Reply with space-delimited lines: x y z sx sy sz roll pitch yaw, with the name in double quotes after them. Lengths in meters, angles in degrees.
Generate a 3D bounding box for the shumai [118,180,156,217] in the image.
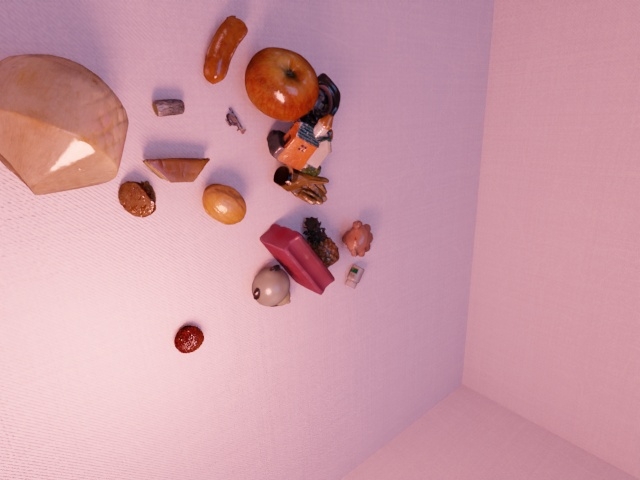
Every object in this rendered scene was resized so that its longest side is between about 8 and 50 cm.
-0.672 -0.154 1.505 0.123 0.139 0.105 -46 167 14 "shumai"

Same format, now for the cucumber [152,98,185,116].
-0.569 -0.501 1.505 0.111 0.064 0.064 -23 117 -36 "cucumber"

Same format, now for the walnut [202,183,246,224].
-0.405 -0.153 1.686 0.206 0.159 0.159 39 77 -41 "walnut"

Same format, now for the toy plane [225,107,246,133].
-0.363 -0.502 1.706 0.049 0.031 0.121 -54 128 -26 "toy plane"

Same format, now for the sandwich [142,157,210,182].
-0.556 -0.276 1.561 0.257 0.094 0.096 -8 107 -41 "sandwich"

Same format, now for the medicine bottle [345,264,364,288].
0.199 0.214 2.365 0.080 0.080 0.131 31 81 -42 "medicine bottle"

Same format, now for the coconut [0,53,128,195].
-0.787 -0.324 1.182 0.415 0.344 0.416 13 67 -34 "coconut"

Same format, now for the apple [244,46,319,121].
-0.157 -0.649 1.651 0.308 0.250 0.278 -2 73 -4 "apple"

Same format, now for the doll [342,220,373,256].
0.214 -0.003 2.303 0.303 0.156 0.202 18 81 -71 "doll"

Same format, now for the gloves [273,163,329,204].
-0.083 -0.276 1.937 0.331 0.141 0.154 16 104 -51 "gloves"

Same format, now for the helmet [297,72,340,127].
-0.031 -0.633 1.877 0.198 0.154 0.254 37 61 -38 "helmet"

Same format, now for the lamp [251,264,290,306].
-0.229 0.233 1.948 0.198 0.197 0.244 -55 153 -15 "lamp"

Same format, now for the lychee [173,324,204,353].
-0.565 0.428 1.740 0.129 0.123 0.124 8 97 -41 "lychee"

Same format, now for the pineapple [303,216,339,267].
0.000 0.000 2.090 0.157 0.157 0.279 -35 119 -28 "pineapple"

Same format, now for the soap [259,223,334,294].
-0.109 0.092 1.962 0.128 0.232 0.360 -49 129 -17 "soap"

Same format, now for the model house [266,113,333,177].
-0.048 -0.464 1.778 0.271 0.190 0.301 22 131 -35 "model house"

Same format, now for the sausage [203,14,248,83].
-0.380 -0.745 1.573 0.108 0.108 0.271 26 84 -42 "sausage"
